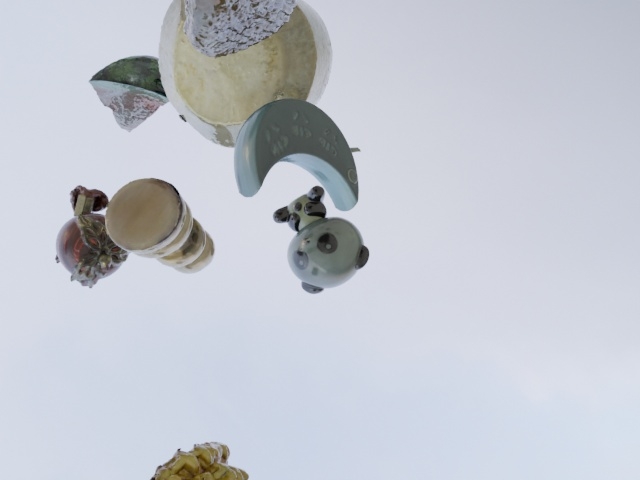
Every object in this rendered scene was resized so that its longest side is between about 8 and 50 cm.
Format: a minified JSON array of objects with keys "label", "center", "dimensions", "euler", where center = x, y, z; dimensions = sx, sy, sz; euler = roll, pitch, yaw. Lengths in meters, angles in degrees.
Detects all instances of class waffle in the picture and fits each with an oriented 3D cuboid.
[{"label":"waffle","center":[-0.268,0.543,1.224],"dimensions":[0.151,0.324,0.261],"euler":[27,-99,12]}]

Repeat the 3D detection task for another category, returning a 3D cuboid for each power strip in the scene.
[{"label":"power strip","center":[-0.018,-0.108,0.771],"dimensions":[0.216,0.044,0.137],"euler":[2,-102,-47]}]

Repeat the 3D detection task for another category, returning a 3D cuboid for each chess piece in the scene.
[{"label":"chess piece","center":[-0.278,-0.006,1.148],"dimensions":[0.143,0.261,0.142],"euler":[-4,-110,10]}]

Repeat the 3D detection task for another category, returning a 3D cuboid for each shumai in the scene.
[{"label":"shumai","center":[-0.106,-0.319,0.715],"dimensions":[0.152,0.162,0.209],"euler":[65,-171,2]}]

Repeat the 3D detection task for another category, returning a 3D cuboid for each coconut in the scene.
[{"label":"coconut","center":[-0.132,-0.326,1.100],"dimensions":[0.323,0.323,0.322],"euler":[15,-128,-20]}]

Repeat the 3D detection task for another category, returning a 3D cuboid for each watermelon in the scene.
[{"label":"watermelon","center":[-0.403,-0.345,1.351],"dimensions":[0.136,0.202,0.207],"euler":[53,-151,-18]}]

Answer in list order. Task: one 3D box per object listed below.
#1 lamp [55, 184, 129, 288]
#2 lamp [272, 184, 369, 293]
[{"label":"lamp","center":[-0.524,-0.009,1.365],"dimensions":[0.223,0.214,0.151],"euler":[19,179,26]},{"label":"lamp","center":[0.000,0.000,1.505],"dimensions":[0.198,0.198,0.243],"euler":[-18,-105,-37]}]
